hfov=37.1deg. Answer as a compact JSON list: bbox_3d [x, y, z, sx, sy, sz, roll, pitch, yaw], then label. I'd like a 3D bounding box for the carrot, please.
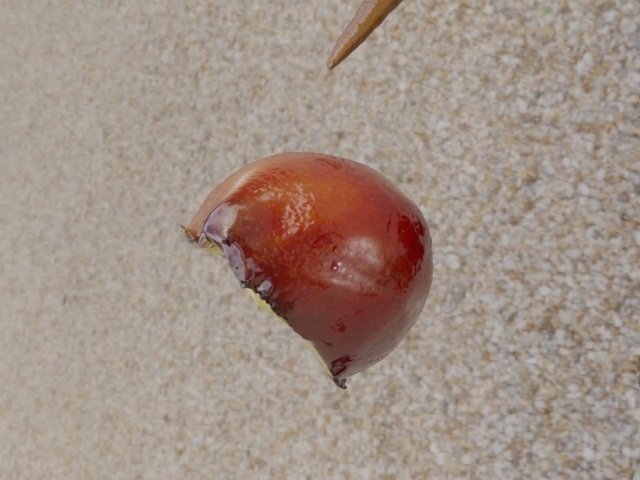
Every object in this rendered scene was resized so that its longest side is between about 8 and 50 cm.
[{"bbox_3d":[0.064,-0.280,1.165,0.048,0.048,0.216,-14,37,56],"label":"carrot"}]

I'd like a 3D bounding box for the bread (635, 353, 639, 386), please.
[{"bbox_3d":[0.556,0.149,0.999,0.113,0.416,0.165,-67,-3,-54],"label":"bread"}]

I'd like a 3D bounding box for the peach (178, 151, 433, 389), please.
[{"bbox_3d":[0.000,0.000,1.024,0.201,0.362,0.258,-44,66,-3],"label":"peach"}]

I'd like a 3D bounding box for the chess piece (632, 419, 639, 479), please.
[{"bbox_3d":[0.269,0.054,0.604,0.133,0.133,0.243,-9,74,57],"label":"chess piece"}]
